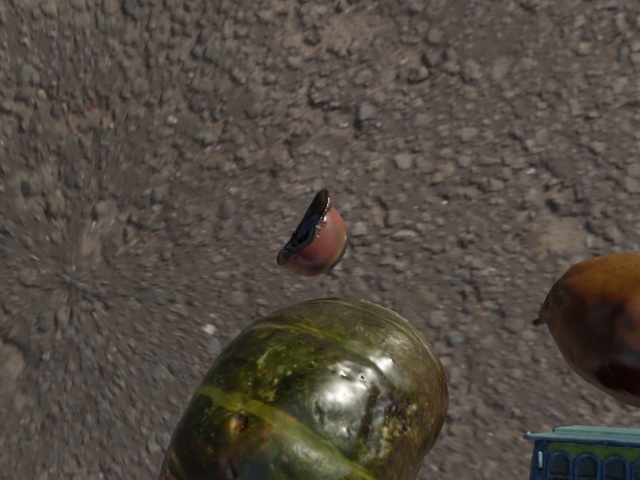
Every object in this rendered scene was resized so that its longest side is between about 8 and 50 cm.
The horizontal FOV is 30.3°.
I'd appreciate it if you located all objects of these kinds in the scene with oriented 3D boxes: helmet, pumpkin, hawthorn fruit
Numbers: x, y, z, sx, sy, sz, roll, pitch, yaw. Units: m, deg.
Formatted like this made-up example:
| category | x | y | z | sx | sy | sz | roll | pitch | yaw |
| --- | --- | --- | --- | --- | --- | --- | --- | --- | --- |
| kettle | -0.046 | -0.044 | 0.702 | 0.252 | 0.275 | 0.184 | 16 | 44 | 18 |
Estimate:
| category | x | y | z | sx | sy | sz | roll | pitch | yaw |
| --- | --- | --- | --- | --- | --- | --- | --- | --- | --- |
| helmet | 0.002 | 0.000 | 1.078 | 0.049 | 0.065 | 0.084 | 34 | 82 | -12 |
| pumpkin | 0.001 | 0.166 | 0.844 | 0.189 | 0.260 | 0.260 | 25 | 83 | 15 |
| hawthorn fruit | 0.393 | 0.117 | 1.551 | 0.248 | 0.208 | 0.208 | 5 | 86 | 28 |

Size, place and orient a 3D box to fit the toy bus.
| category | x | y | z | sx | sy | sz | roll | pitch | yaw |
| --- | --- | --- | --- | --- | --- | --- | --- | --- | --- |
| toy bus | 0.404 | 0.324 | 1.420 | 0.152 | 0.312 | 0.190 | 15 | 76 | -49 |
